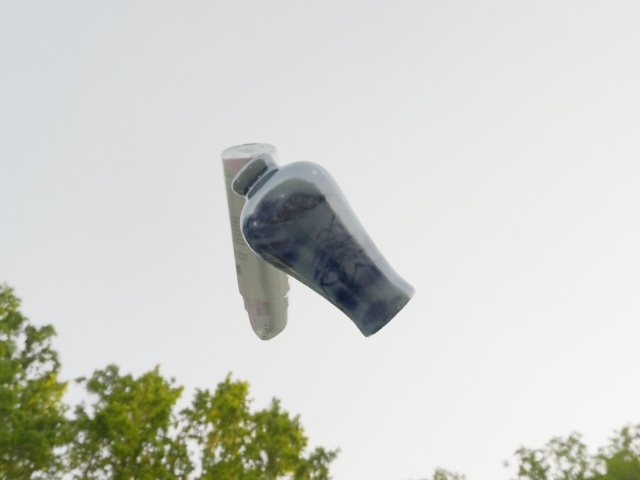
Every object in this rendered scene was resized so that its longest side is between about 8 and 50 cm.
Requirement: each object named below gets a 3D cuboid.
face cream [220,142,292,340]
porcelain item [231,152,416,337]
[{"bbox_3d":[-0.106,0.007,1.114,0.101,0.102,0.346,-3,-66,2],"label":"face cream"},{"bbox_3d":[0.000,0.000,0.788,0.259,0.141,0.141,44,-70,3],"label":"porcelain item"}]
